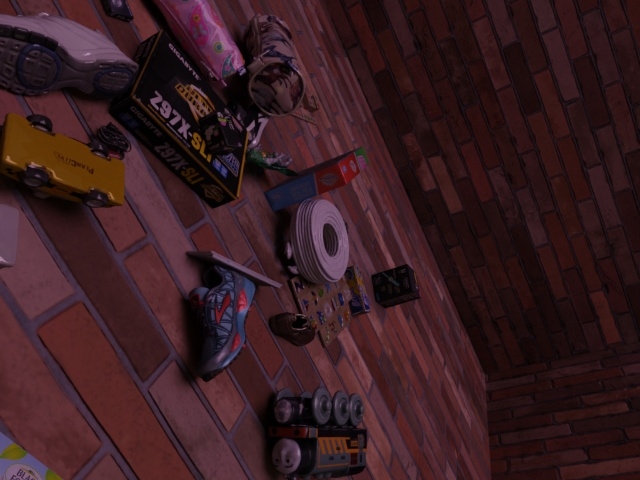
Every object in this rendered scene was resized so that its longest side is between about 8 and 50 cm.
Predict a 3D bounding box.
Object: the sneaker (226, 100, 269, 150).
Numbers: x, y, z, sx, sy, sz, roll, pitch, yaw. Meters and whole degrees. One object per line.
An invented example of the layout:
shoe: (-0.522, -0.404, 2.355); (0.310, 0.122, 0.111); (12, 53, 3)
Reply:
sneaker: (-0.210, -0.357, 1.349); (0.121, 0.079, 0.216); (52, 29, -37)

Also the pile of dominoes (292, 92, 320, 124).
pile of dominoes: (-0.076, -0.562, 1.871); (0.251, 0.040, 0.195); (-10, 80, -67)

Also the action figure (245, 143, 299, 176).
action figure: (-0.144, -0.220, 1.300); (0.232, 0.137, 0.063); (-22, 135, -75)

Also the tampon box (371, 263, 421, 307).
tampon box: (0.306, 0.186, 1.944); (0.101, 0.161, 0.120); (39, 38, -51)

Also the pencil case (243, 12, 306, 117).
pencil case: (-0.149, -0.546, 1.457); (0.410, 0.160, 0.183); (-103, 167, -46)

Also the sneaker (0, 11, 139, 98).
sneaker: (-0.448, -0.315, 0.793); (0.129, 0.111, 0.297); (51, 21, 8)

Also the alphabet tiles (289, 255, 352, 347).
alphabet tiles: (0.012, 0.152, 1.478); (0.342, 0.011, 0.285); (-28, 100, -64)

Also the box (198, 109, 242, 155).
box: (-0.221, -0.237, 1.067); (0.062, 0.052, 0.083); (-15, 86, -66)

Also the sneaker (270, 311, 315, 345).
sneaker: (-0.050, 0.226, 1.235); (0.188, 0.071, 0.066); (30, 44, -56)

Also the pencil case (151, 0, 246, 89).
pencil case: (-0.311, -0.532, 1.222); (0.284, 0.124, 0.124); (56, 26, -32)

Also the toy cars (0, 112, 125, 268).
toy cars: (-0.424, -0.060, 0.630); (0.176, 0.087, 0.393); (63, 27, -16)

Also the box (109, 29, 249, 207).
box: (-0.296, -0.267, 1.089); (0.322, 0.079, 0.257); (48, 33, -41)

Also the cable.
cable: (0.000, 0.000, 1.405); (0.257, 0.089, 0.257); (37, 50, -54)

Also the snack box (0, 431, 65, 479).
snack box: (-0.358, 0.304, 0.486); (0.207, 0.070, 0.174); (59, 25, -26)

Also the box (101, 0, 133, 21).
box: (-0.446, -0.521, 1.038); (0.083, 0.018, 0.067); (69, 22, -2)

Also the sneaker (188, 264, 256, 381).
sneaker: (-0.214, 0.151, 0.934); (0.125, 0.104, 0.261); (41, 27, -24)

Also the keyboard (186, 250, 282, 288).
keyboard: (-0.183, 0.067, 1.073); (0.256, 0.072, 0.014); (35, 65, -53)

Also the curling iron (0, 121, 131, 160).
curling iron: (-0.418, -0.166, 0.788); (0.068, 0.035, 0.274); (66, 22, 1)

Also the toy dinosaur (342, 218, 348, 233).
toy dinosaur: (0.054, -0.039, 1.665); (0.118, 0.064, 0.268); (38, 23, -18)

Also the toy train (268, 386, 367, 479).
toy train: (0.004, 0.444, 1.106); (0.334, 0.142, 0.190); (34, 51, -54)

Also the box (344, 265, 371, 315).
box: (0.124, 0.176, 1.684); (0.059, 0.054, 0.168); (16, 56, -63)

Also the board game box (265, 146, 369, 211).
board game box: (0.001, -0.195, 1.480); (0.064, 0.242, 0.316); (67, 24, -11)
